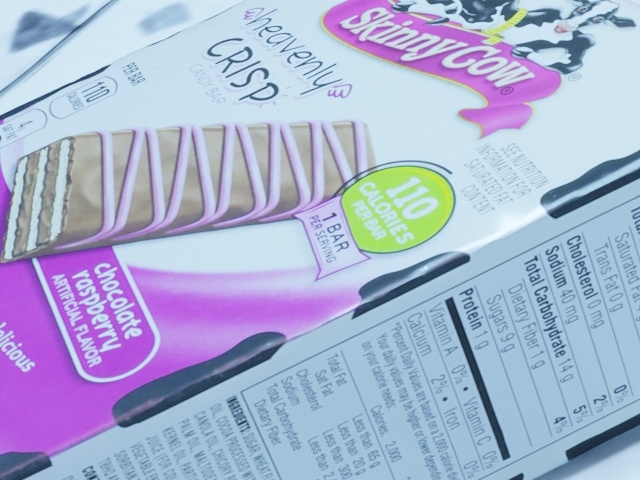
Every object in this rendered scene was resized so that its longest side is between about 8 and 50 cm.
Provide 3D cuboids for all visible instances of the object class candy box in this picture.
[{"bbox_3d":[0.000,0.000,0.472,0.233,0.071,0.159,-26,33,-7],"label":"candy box"}]
